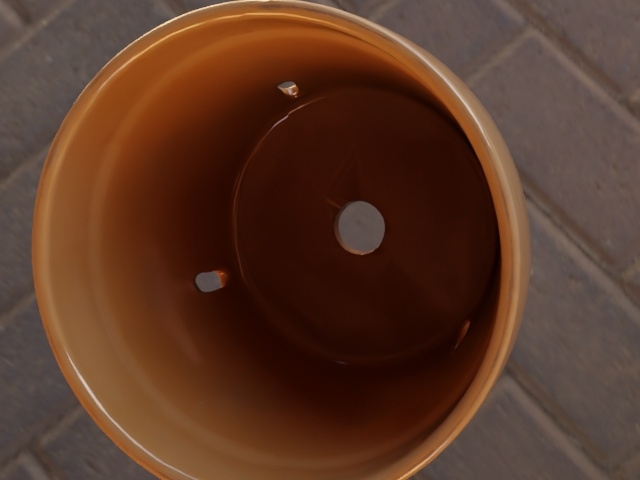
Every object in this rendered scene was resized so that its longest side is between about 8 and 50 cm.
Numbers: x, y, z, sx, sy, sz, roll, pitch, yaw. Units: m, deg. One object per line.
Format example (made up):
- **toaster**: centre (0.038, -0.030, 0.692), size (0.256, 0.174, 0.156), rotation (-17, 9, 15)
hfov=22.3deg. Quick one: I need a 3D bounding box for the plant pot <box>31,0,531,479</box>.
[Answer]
- **plant pot**: centre (0.000, 0.000, 0.996), size (0.291, 0.203, 0.291), rotation (2, 97, 19)
